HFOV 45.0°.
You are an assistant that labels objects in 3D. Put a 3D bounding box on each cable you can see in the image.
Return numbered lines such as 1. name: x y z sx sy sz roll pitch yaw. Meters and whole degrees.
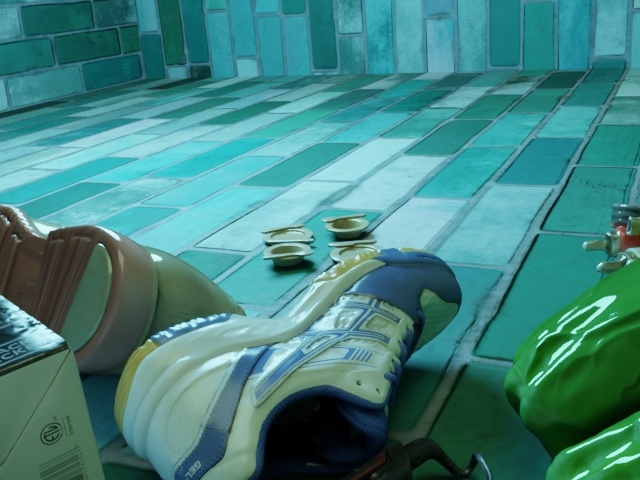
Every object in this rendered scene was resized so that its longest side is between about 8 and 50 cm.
1. cable: 0.407 0.010 0.772 0.287 0.072 0.139 6 14 -7

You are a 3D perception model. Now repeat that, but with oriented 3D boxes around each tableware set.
1. tableware set: 0.000 0.000 0.918 0.141 0.020 0.169 -6 19 -4

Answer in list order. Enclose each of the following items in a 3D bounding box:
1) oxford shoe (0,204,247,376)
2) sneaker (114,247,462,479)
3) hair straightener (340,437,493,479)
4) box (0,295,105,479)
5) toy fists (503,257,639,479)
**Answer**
1. oxford shoe: -0.223 0.057 0.697 0.146 0.141 0.397 20 -7 -41
2. sneaker: 0.015 0.099 0.536 0.296 0.112 0.131 -21 42 -37
3. hair straightener: 0.019 0.165 0.404 0.230 0.047 0.089 -15 21 -40
4. box: -0.223 0.104 0.439 0.087 0.169 0.290 -22 26 -36
5. toy fists: 0.183 0.101 0.412 0.142 0.096 0.279 -32 15 13
